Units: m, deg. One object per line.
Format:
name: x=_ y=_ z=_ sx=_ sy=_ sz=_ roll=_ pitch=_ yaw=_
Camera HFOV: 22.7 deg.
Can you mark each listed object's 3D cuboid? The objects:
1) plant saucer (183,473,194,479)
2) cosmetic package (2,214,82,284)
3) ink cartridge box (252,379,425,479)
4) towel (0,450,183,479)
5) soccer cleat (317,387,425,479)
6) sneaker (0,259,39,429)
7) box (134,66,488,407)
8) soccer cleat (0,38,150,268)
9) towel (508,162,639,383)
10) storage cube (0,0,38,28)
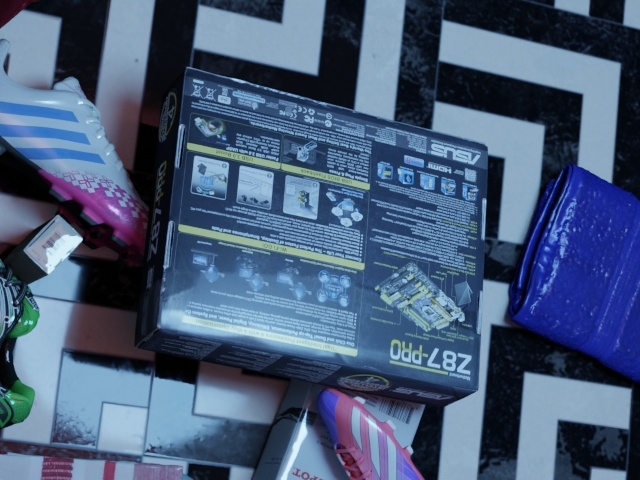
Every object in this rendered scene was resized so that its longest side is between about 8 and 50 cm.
plant saucer: x=-0.196 y=0.356 z=1.839 sx=0.195 sy=0.037 sz=0.195 roll=4 pitch=80 yaw=-23
cosmetic package: x=-0.314 y=0.012 z=1.794 sx=0.041 sy=0.115 sz=0.060 roll=46 pitch=67 yaw=-11
ink cartridge box: x=0.028 y=0.228 z=1.924 sx=0.153 sy=0.087 sz=0.208 roll=27 pitch=73 yaw=-18
towel: x=-0.321 y=0.355 z=1.764 sx=0.329 sy=0.037 sz=0.237 roll=6 pitch=81 yaw=-11
soccer cleat: x=0.070 y=0.278 z=1.846 sx=0.095 sy=0.083 sz=0.248 roll=-44 pitch=104 yaw=-17
sneaker: x=-0.377 y=0.043 z=1.736 sx=0.146 sy=0.134 sz=0.344 roll=-5 pitch=93 yaw=2
box: x=0.000 y=0.000 z=1.829 sx=0.395 sy=0.097 sz=0.318 roll=12 pitch=66 yaw=-21
soccer cleat: x=-0.276 y=-0.100 z=1.825 sx=0.331 sy=0.116 sz=0.143 roll=38 pitch=71 yaw=-14
towel: x=0.404 y=0.060 z=2.120 sx=0.308 sy=0.076 sz=0.228 roll=26 pitch=81 yaw=-18
storage cube: x=-0.350 y=-0.376 z=1.791 sx=0.183 sy=0.193 sz=0.215 roll=-45 pitch=99 yaw=-22
